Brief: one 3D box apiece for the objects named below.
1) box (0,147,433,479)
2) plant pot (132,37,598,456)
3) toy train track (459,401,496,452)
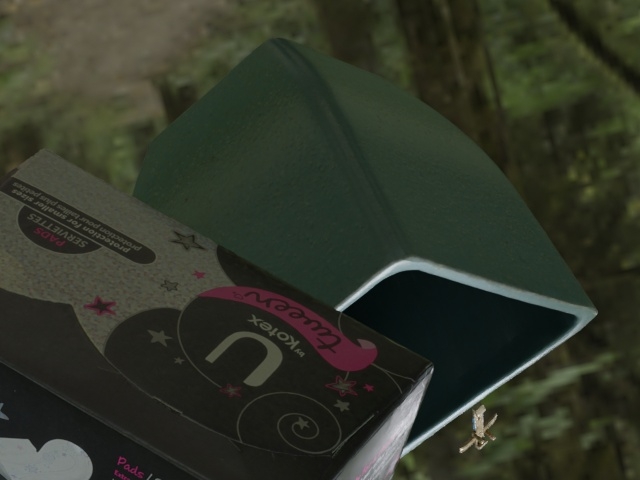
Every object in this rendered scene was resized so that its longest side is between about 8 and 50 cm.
[{"bbox_3d":[-0.095,0.087,1.006,0.247,0.142,0.163,30,-142,14],"label":"box"},{"bbox_3d":[0.000,0.000,1.459,0.248,0.252,0.247,-39,148,26],"label":"plant pot"},{"bbox_3d":[0.144,0.168,1.767,0.048,0.014,0.083,-43,154,-17],"label":"toy train track"}]
